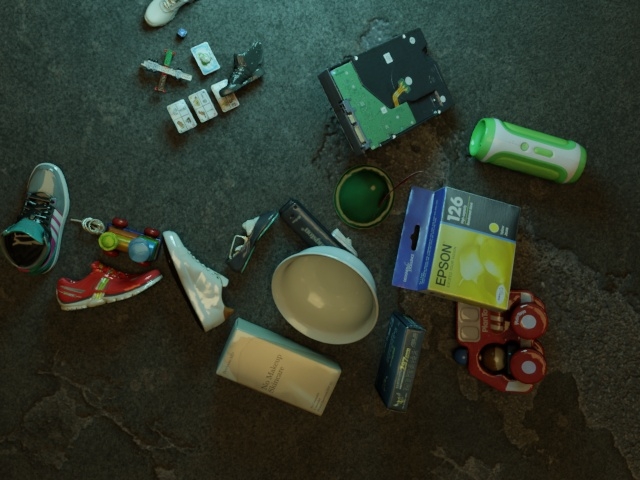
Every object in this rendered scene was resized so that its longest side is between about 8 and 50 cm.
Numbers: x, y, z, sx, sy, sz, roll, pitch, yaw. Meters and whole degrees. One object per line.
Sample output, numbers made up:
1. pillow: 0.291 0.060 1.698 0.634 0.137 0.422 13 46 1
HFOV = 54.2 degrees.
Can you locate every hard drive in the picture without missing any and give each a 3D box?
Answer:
1. hard drive: 0.179 -0.391 1.638 0.338 0.064 0.237 -33 100 -29

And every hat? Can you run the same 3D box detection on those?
1. hat: 0.138 -0.125 1.664 0.172 0.183 0.209 26 92 -8

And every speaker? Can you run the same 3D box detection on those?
1. speaker: 0.571 -0.246 1.728 0.296 0.131 0.131 14 94 -7

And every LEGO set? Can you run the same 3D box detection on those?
1. LEGO set: -0.353 -0.430 1.660 0.182 0.060 0.244 -30 100 -15

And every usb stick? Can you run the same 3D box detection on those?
1. usb stick: 0.000 0.000 1.723 0.278 0.045 0.077 45 128 -8

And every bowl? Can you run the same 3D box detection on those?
1. bowl: 0.029 0.124 1.675 0.297 0.134 0.298 12 125 18

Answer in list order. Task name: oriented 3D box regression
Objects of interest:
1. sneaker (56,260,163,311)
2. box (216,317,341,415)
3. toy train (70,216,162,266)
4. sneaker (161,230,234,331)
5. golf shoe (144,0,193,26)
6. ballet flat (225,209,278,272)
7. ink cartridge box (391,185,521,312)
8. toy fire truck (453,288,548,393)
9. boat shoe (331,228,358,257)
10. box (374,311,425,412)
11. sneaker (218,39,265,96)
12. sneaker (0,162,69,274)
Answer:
1. sneaker: -0.562 0.108 1.653 0.278 0.107 0.119 -13 92 -5
2. box: -0.116 0.344 1.716 0.311 0.121 0.148 23 94 -8
3. toy train: -0.545 -0.005 1.620 0.247 0.143 0.105 18 93 -8
4. sneaker: -0.327 0.092 1.689 0.123 0.106 0.290 -28 102 -20
5. golf shoe: -0.383 -0.619 1.605 0.176 0.086 0.069 -38 100 0
6. ballet flat: -0.194 -0.008 1.699 0.074 0.074 0.203 32 94 -8
7. ink cartridge box: 0.375 0.013 1.704 0.307 0.072 0.304 15 73 -5
8. toy fire truck: 0.508 0.275 1.776 0.253 0.169 0.302 1 96 18
9. boat shoe: 0.072 0.007 1.747 0.100 0.035 0.035 43 71 -4
10. box: 0.215 0.329 1.721 0.059 0.183 0.233 12 95 -8
11. sneaker: -0.212 -0.453 1.650 0.170 0.051 0.089 -34 107 -18
12. sneaker: -0.725 -0.050 1.578 0.123 0.178 0.296 6 95 -7
